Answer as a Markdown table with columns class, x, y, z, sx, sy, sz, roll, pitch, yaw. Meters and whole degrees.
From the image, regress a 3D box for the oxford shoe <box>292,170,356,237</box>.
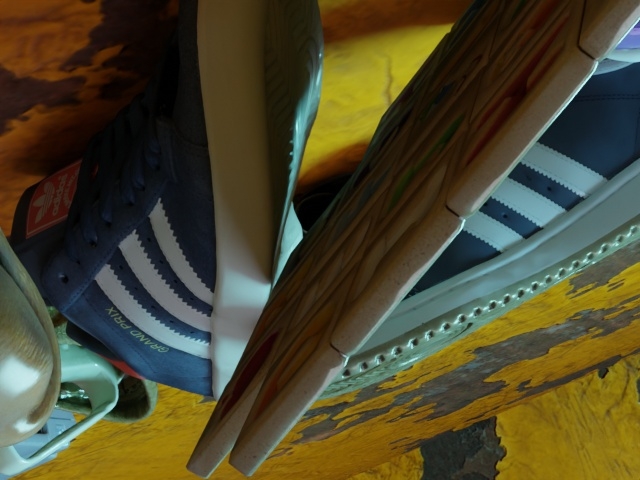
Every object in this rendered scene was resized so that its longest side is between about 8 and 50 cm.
| class | x | y | z | sx | sy | sz | roll | pitch | yaw |
| --- | --- | --- | --- | --- | --- | --- | --- | --- | --- |
| oxford shoe | 0.000 | 0.000 | 0.994 | 0.096 | 0.083 | 0.227 | 25 | 138 | -38 |

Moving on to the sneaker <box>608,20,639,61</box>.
| class | x | y | z | sx | sy | sz | roll | pitch | yaw |
| --- | --- | --- | --- | --- | --- | --- | --- | --- | --- |
| sneaker | 0.201 | -0.170 | 0.639 | 0.236 | 0.095 | 0.104 | -31 | 158 | 13 |

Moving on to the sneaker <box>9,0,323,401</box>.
| class | x | y | z | sx | sy | sz | roll | pitch | yaw |
| --- | --- | --- | --- | --- | --- | --- | --- | --- | --- |
| sneaker | -0.084 | -0.021 | 0.721 | 0.148 | 0.131 | 0.350 | 12 | 147 | 3 |

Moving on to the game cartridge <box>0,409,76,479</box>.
| class | x | y | z | sx | sy | sz | roll | pitch | yaw |
| --- | --- | --- | --- | --- | --- | --- | --- | --- | --- |
| game cartridge | -0.339 | 0.169 | 1.134 | 0.196 | 0.060 | 0.294 | -28 | 163 | 12 |

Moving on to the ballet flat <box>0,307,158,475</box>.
| class | x | y | z | sx | sy | sz | roll | pitch | yaw |
| --- | --- | --- | --- | --- | --- | --- | --- | --- | --- |
| ballet flat | -0.213 | 0.080 | 0.861 | 0.116 | 0.124 | 0.342 | -32 | 161 | 28 |

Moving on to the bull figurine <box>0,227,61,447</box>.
| class | x | y | z | sx | sy | sz | roll | pitch | yaw |
| --- | --- | --- | --- | --- | --- | --- | --- | --- | --- |
| bull figurine | -0.241 | 0.030 | 0.535 | 0.310 | 0.188 | 0.101 | -4 | 157 | -47 |

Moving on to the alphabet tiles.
| class | x | y | z | sx | sy | sz | roll | pitch | yaw |
| --- | --- | --- | --- | --- | --- | --- | --- | --- | --- |
| alphabet tiles | 0.064 | -0.070 | 0.516 | 0.342 | 0.011 | 0.285 | -52 | -173 | 29 |

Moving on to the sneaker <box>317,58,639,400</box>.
| class | x | y | z | sx | sy | sz | roll | pitch | yaw |
| --- | --- | --- | --- | --- | --- | --- | --- | --- | --- |
| sneaker | 0.071 | -0.040 | 0.737 | 0.282 | 0.153 | 0.099 | -28 | 171 | -14 |
